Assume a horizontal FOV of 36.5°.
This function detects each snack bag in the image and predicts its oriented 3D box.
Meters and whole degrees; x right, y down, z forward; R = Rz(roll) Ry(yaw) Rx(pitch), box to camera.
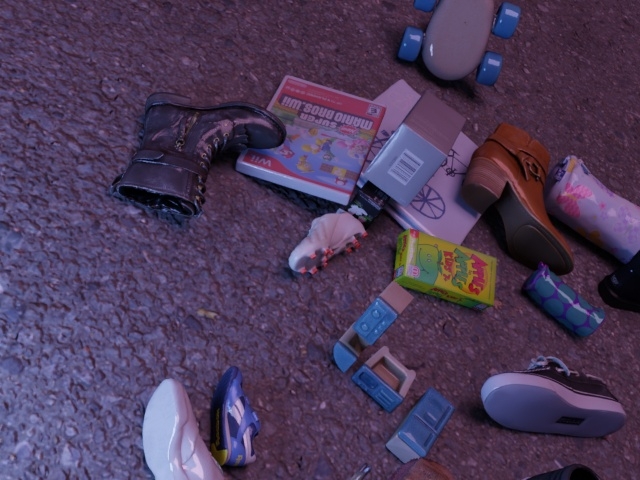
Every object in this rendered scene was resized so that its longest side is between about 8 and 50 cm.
[{"bbox_3d":[0.190,-0.152,1.874,0.323,0.037,0.342,41,43,3],"label":"snack bag"}]

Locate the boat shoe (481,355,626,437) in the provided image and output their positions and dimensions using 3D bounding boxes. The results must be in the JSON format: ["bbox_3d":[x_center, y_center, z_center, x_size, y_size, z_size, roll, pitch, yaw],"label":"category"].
[{"bbox_3d":[0.378,0.246,1.604,0.306,0.113,0.105,12,42,-28],"label":"boat shoe"}]

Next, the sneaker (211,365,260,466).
[{"bbox_3d":[-0.115,0.242,1.327,0.059,0.053,0.144,15,55,-24],"label":"sneaker"}]

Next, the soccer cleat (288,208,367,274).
[{"bbox_3d":[0.000,0.000,1.602,0.076,0.068,0.196,44,36,16],"label":"soccer cleat"}]

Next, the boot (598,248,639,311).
[{"bbox_3d":[0.695,0.059,1.901,0.246,0.207,0.094,9,50,-28],"label":"boot"}]

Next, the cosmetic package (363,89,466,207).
[{"bbox_3d":[0.171,-0.166,1.716,0.107,0.127,0.238,36,26,-3],"label":"cosmetic package"}]

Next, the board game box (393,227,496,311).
[{"bbox_3d":[0.219,0.052,1.696,0.181,0.043,0.092,18,63,-19],"label":"board game box"}]

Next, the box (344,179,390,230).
[{"bbox_3d":[0.080,-0.060,1.686,0.052,0.083,0.062,39,42,1],"label":"box"}]

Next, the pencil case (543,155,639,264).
[{"bbox_3d":[0.575,-0.056,1.986,0.273,0.113,0.124,35,75,-4],"label":"pencil case"}]

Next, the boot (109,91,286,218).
[{"bbox_3d":[-0.190,-0.124,1.559,0.262,0.091,0.229,8,49,-6],"label":"boot"}]

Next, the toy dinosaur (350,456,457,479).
[{"bbox_3d":[0.118,0.364,1.329,0.200,0.127,0.295,40,37,12],"label":"toy dinosaur"}]

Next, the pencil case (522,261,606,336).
[{"bbox_3d":[0.451,0.111,1.800,0.151,0.064,0.070,40,59,1],"label":"pencil case"}]

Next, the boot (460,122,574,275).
[{"bbox_3d":[0.404,-0.083,1.882,0.283,0.109,0.220,38,48,-5],"label":"boot"}]

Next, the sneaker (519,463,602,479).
[{"bbox_3d":[0.349,0.449,1.384,0.104,0.147,0.296,23,46,-18],"label":"sneaker"}]

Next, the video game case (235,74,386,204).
[{"bbox_3d":[-0.010,-0.186,1.736,0.204,0.025,0.285,18,44,5],"label":"video game case"}]

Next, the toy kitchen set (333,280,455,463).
[{"bbox_3d":[0.122,0.196,1.435,0.207,0.166,0.122,41,43,4],"label":"toy kitchen set"}]

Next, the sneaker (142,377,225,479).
[{"bbox_3d":[-0.167,0.283,1.251,0.094,0.080,0.212,12,54,-40],"label":"sneaker"}]

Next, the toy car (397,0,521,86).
[{"bbox_3d":[0.297,-0.467,2.143,0.219,0.210,0.238,17,17,-2],"label":"toy car"}]
